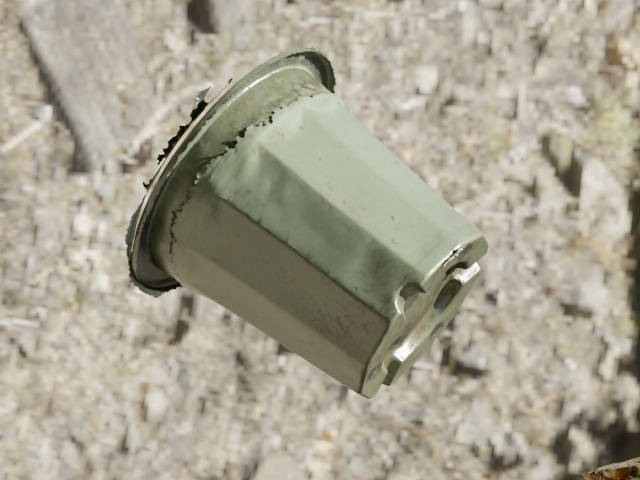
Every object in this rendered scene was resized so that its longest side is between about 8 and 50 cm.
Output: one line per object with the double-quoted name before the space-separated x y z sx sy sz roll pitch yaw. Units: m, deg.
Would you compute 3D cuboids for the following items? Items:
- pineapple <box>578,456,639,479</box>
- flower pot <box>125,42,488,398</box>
"pineapple" 0.378 0.254 1.473 0.164 0.250 0.139 58 24 -82
"flower pot" 0.000 0.000 1.478 0.290 0.259 0.290 -47 163 -19
